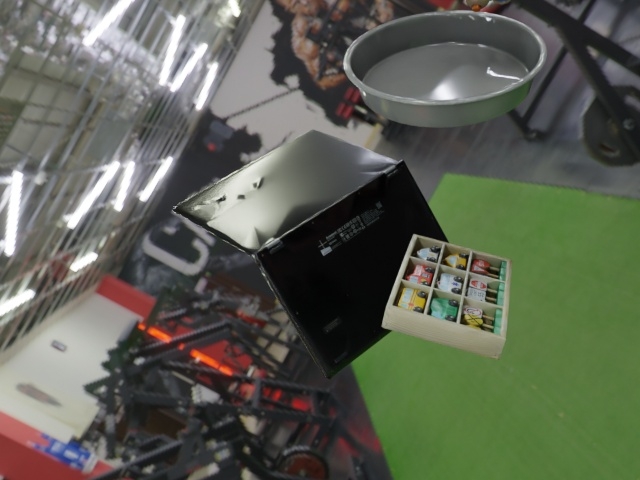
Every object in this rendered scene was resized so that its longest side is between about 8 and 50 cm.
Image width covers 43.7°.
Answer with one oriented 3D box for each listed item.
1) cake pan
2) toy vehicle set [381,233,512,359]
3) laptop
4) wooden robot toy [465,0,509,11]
[{"bbox_3d":[0.182,-0.255,1.179,0.293,0.293,0.054,-68,-23,-47],"label":"cake pan"},{"bbox_3d":[0.197,0.075,1.193,0.267,0.166,0.035,-58,-20,-63],"label":"toy vehicle set"},{"bbox_3d":[0.000,0.000,1.569,0.382,0.408,0.236,-33,6,-29],"label":"laptop"},{"bbox_3d":[0.235,-0.360,1.160,0.076,0.173,0.079,111,168,-71],"label":"wooden robot toy"}]
